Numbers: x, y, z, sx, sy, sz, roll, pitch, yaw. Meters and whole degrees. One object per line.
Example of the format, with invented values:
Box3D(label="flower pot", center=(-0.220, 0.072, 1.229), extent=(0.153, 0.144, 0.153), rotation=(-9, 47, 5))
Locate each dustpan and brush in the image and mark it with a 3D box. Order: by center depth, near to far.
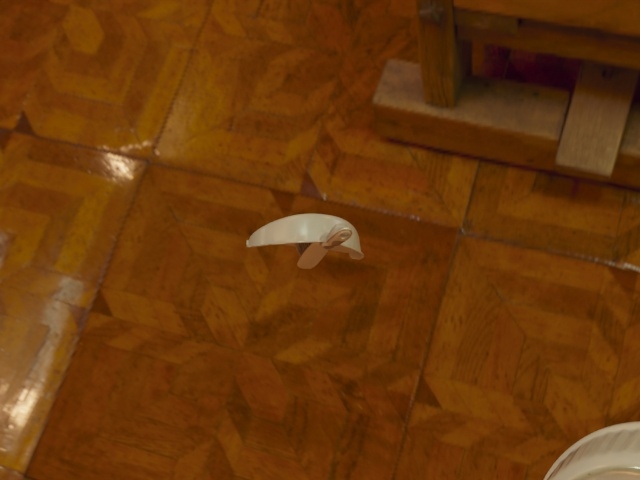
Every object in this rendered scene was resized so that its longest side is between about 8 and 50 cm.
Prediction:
Box3D(label="dustpan and brush", center=(0.000, 0.000, 1.151), extent=(0.147, 0.211, 0.060), rotation=(7, 68, -15))

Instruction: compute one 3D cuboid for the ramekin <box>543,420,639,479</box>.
Box3D(label="ramekin", center=(0.332, 0.328, 0.979), extent=(0.273, 0.127, 0.273), rotation=(-3, 84, 29))
